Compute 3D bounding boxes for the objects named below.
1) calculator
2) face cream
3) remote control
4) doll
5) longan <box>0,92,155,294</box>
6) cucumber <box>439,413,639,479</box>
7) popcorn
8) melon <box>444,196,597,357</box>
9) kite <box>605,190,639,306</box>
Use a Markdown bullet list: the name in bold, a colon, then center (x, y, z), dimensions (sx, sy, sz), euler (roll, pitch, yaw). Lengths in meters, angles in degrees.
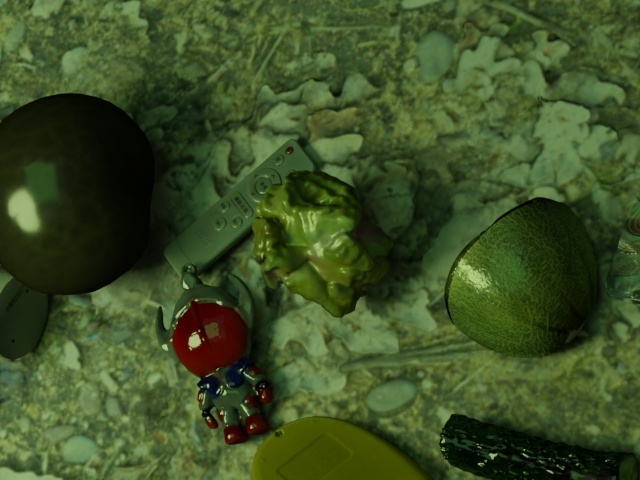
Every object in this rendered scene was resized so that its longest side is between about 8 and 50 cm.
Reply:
- **calculator**: center (0.034, 0.250, 1.852), dimensions (0.146, 0.032, 0.235), euler (-36, 53, -27)
- **face cream**: center (-0.410, 0.062, 2.129), dimensions (0.214, 0.096, 0.096), euler (11, 80, 29)
- **remote control**: center (-0.082, -0.030, 2.036), dimensions (0.184, 0.027, 0.050), euler (-41, 63, 5)
- **doll**: center (-0.104, 0.111, 1.987), dimensions (0.104, 0.062, 0.195), euler (-33, 70, 34)
- **longan**: center (-0.267, -0.047, 2.042), dimensions (0.198, 0.198, 0.212), euler (-16, 84, 21)
- **cucumber**: center (0.203, 0.206, 1.809), dimensions (0.187, 0.058, 0.058), euler (11, 81, 27)
- **popcorn**: center (0.000, 0.000, 1.930), dimensions (0.145, 0.126, 0.126), euler (34, 100, 6)
- **melon**: center (0.194, 0.040, 1.846), dimensions (0.160, 0.079, 0.128), euler (-49, 59, 5)
- **kite**: center (0.347, -0.040, 1.834), dimensions (0.127, 0.016, 0.229), euler (10, 83, 25)
